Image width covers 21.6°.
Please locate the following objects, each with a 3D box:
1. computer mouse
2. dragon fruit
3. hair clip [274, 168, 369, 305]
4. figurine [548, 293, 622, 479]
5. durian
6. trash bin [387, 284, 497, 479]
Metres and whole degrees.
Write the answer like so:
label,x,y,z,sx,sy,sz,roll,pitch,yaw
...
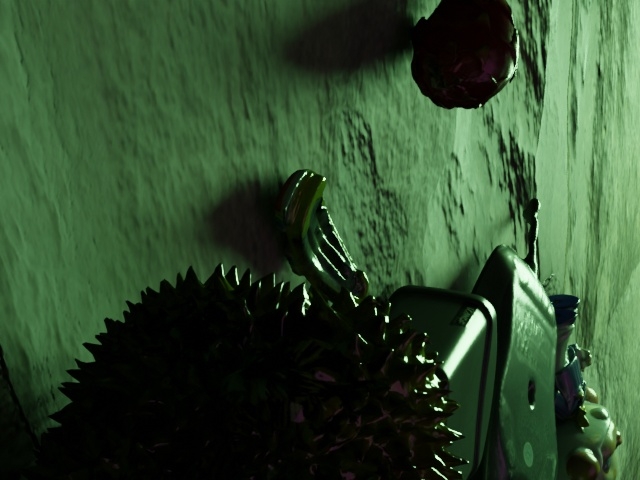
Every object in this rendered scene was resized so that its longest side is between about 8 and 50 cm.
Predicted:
label,x,y,z,sx,sy,sz,roll,pitch,yaw
computer mouse,0.186,0.118,1.736,0.167,0.090,0.379,51,41,-47
dragon fruit,0.131,-0.182,1.430,0.094,0.094,0.190,79,22,-46
hair clip,0.000,0.000,1.298,0.060,0.033,0.188,-67,153,-23
figurine,0.281,0.208,1.964,0.194,0.133,0.274,-85,164,-46
durian,-0.045,0.143,1.001,0.224,0.291,0.291,30,76,-63
trash bin,0.085,0.142,1.445,0.236,0.101,0.177,-40,138,-70
